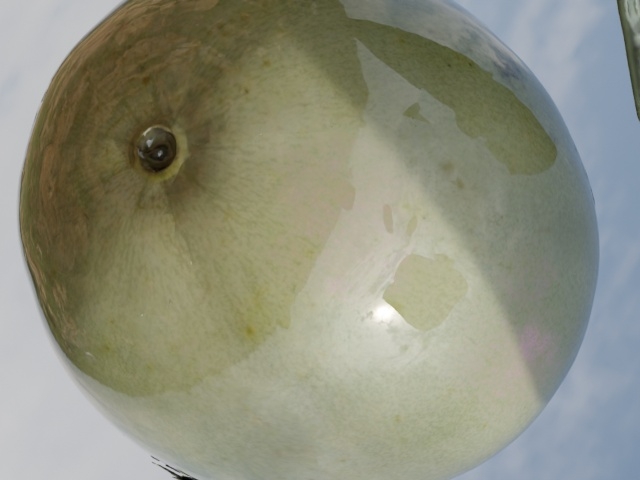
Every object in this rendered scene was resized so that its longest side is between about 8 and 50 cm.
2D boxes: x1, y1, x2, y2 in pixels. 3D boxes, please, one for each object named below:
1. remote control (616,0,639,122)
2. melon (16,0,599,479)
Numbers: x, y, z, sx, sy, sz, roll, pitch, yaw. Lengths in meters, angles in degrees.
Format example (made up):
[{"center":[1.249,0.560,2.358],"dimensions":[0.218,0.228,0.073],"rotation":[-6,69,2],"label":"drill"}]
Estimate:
[{"center":[0.179,-0.181,0.873],"dimensions":[0.123,0.285,0.038],"rotation":[-7,-154,20],"label":"remote control"},{"center":[0.000,0.000,0.960],"dimensions":[0.268,0.330,0.268],"rotation":[-6,-104,23],"label":"melon"}]
